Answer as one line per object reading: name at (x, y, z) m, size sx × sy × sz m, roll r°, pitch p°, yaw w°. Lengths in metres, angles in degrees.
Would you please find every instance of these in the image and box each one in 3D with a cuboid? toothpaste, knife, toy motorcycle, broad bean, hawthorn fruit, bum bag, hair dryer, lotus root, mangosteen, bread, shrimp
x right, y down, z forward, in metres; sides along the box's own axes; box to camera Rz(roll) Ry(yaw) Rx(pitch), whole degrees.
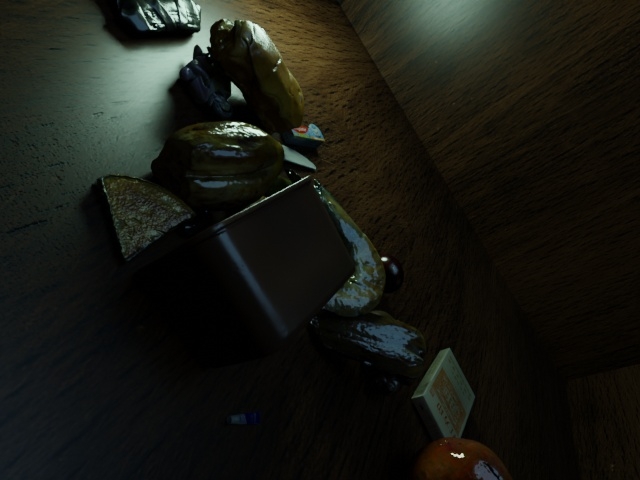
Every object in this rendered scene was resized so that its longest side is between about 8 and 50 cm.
toothpaste at (-0.142, 0.336, 0.811) m, size 0.083 × 0.015 × 0.024 m, roll 27°, pitch 53°, yaw -50°
knife at (-0.114, -0.264, 1.332) m, size 0.081 × 0.043 × 0.336 m, roll 62°, pitch 24°, yaw 14°
toy motorcycle at (-0.305, -0.428, 1.136) m, size 0.152 × 0.073 × 0.225 m, roll 16°, pitch 53°, yaw -46°
broad bean at (-0.104, -0.139, 1.203) m, size 0.339 × 0.061 × 0.077 m, roll 24°, pitch 54°, yaw -44°
hawthorn fruit at (0.351, 0.629, 1.077) m, size 0.307 × 0.276 × 0.276 m, roll 40°, pitch 30°, yaw -69°
bum bag at (-0.411, -0.607, 1.119) m, size 0.142 × 0.080 × 0.326 m, roll 58°, pitch 30°, yaw -12°
toothpaste at (-0.062, -0.363, 1.464) m, size 0.193 × 0.044 × 0.070 m, roll -11°, pitch 73°, yaw -58°
hair dryer at (-0.246, -0.041, 0.900) m, size 0.031 × 0.083 × 0.079 m, roll 52°, pitch 21°, yaw 19°
lotus root at (0.132, 0.238, 1.101) m, size 0.330 × 0.078 × 0.167 m, roll 18°, pitch 40°, yaw -11°
mangosteen at (0.204, 0.116, 1.404) m, size 0.140 × 0.140 × 0.140 m, roll 36°, pitch 39°, yaw -36°
bread at (-0.163, -0.459, 1.208) m, size 0.344 × 0.149 × 0.195 m, roll 49°, pitch 22°, yaw -56°
lotus root at (-0.202, -0.160, 0.946) m, size 0.291 × 0.193 × 0.193 m, roll -21°, pitch 83°, yaw -45°
shrimp at (0.000, 0.000, 1.123) m, size 0.272 × 0.085 × 0.445 m, roll -24°, pitch 79°, yaw -37°

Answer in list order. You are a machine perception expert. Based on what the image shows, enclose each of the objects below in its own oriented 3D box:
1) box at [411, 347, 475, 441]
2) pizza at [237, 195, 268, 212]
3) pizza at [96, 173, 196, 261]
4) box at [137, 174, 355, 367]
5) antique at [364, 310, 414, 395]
box at (0.420, 0.525, 1.440) m, size 0.365 × 0.051 × 0.204 m, roll -20°, pitch 83°, yaw -59°
pizza at (-0.146, -0.069, 1.089) m, size 0.161 × 0.063 × 0.182 m, roll 24°, pitch 45°, yaw -52°
pizza at (-0.325, -0.033, 0.800) m, size 0.185 × 0.036 × 0.176 m, roll 12°, pitch 61°, yaw -32°
box at (-0.117, 0.053, 0.836) m, size 0.229 × 0.239 × 0.339 m, roll 59°, pitch 38°, yaw -8°
antique at (0.175, 0.309, 1.194) m, size 0.143 × 0.121 × 0.256 m, roll 34°, pitch 39°, yaw -28°
